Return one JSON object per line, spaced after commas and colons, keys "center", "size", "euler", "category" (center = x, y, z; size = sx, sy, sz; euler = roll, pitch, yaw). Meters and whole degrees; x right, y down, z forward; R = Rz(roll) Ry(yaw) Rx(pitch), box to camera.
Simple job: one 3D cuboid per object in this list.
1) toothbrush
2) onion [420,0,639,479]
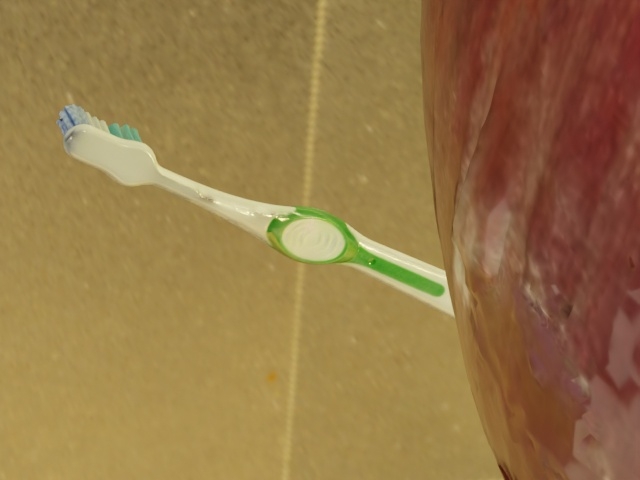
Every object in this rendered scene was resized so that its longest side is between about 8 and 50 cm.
{"center": [0.001, 0.001, 0.937], "size": [0.304, 0.030, 0.030], "euler": [24, 105, -33], "category": "toothbrush"}
{"center": [0.176, -0.027, 0.426], "size": [0.341, 0.341, 0.341], "euler": [-8, 118, -16], "category": "onion"}
